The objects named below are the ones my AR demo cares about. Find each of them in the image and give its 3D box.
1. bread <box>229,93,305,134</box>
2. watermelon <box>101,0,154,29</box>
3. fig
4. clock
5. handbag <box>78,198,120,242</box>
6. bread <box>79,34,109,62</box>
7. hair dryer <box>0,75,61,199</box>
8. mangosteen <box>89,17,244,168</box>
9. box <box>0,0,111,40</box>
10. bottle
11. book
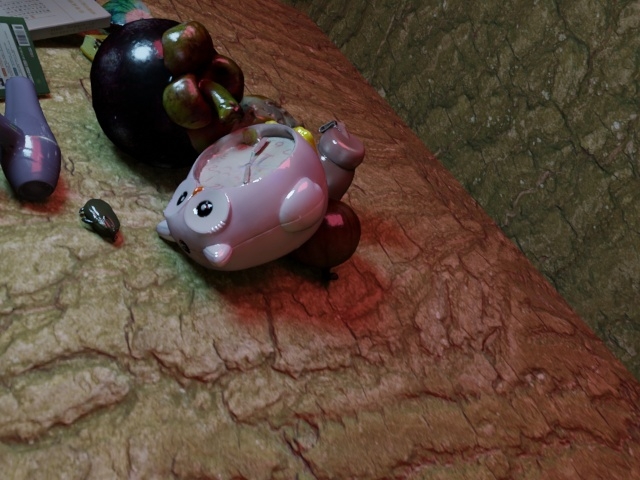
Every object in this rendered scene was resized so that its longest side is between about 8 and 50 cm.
[{"bbox_3d":[-0.170,-0.260,1.592,0.250,0.279,0.225,27,14,-32],"label":"bread"},{"bbox_3d":[-0.707,-0.797,1.933,0.231,0.128,0.146,21,29,29],"label":"watermelon"},{"bbox_3d":[-0.004,-0.018,1.504,0.235,0.214,0.235,3,40,-3],"label":"fig"},{"bbox_3d":[-0.172,-0.081,1.305,0.368,0.250,0.376,23,55,40],"label":"clock"},{"bbox_3d":[-0.479,-0.045,1.197,0.111,0.047,0.072,46,26,17],"label":"handbag"},{"bbox_3d":[-0.621,-0.631,1.852,0.138,0.077,0.361,41,30,9],"label":"bread"},{"bbox_3d":[-0.653,-0.277,1.082,0.361,0.121,0.301,76,-7,-67],"label":"hair dryer"},{"bbox_3d":[-0.379,-0.372,1.389,0.382,0.382,0.435,10,2,-36],"label":"mangosteen"},{"bbox_3d":[-0.852,-0.694,1.653,0.204,0.051,0.365,43,44,11],"label":"box"},{"bbox_3d":[0.003,-0.210,1.671,0.173,0.297,0.206,10,39,-35],"label":"bottle"},{"bbox_3d":[-0.809,-0.447,1.331,0.264,0.027,0.202,-37,116,-59],"label":"book"}]
